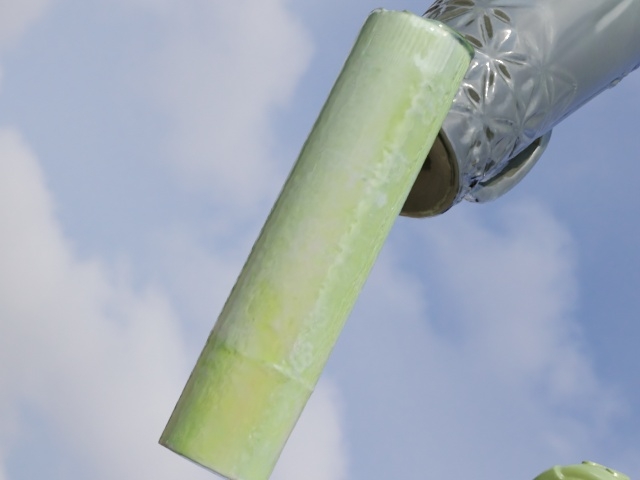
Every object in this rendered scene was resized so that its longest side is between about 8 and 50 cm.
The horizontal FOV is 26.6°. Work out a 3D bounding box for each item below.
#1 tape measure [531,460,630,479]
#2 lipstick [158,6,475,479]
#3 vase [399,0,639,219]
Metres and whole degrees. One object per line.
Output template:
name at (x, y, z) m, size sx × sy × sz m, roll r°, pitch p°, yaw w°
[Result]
tape measure at (0.283, 0.331, 1.473) m, size 0.200 × 0.106 × 0.175 m, roll -50°, pitch -132°, yaw 17°
lipstick at (0.000, 0.000, 0.813) m, size 0.076 × 0.304 × 0.076 m, roll 26°, pitch -10°, yaw 5°
vase at (0.133, -0.124, 1.009) m, size 0.156 × 0.301 × 0.251 m, roll 23°, pitch -46°, yaw 26°
